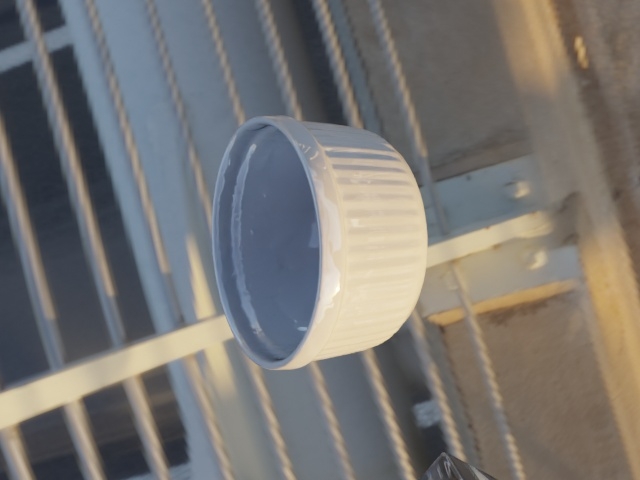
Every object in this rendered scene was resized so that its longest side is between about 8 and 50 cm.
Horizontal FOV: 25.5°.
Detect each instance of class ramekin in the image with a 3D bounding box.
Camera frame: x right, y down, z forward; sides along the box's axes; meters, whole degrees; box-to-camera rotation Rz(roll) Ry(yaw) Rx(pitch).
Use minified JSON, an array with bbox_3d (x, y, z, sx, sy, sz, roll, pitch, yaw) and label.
[{"bbox_3d":[0.000,0.000,1.158,0.207,0.109,0.207,11,103,62],"label":"ramekin"}]

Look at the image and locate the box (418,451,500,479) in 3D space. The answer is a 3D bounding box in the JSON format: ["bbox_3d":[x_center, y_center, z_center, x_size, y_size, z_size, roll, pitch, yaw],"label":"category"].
[{"bbox_3d":[0.244,0.350,1.340,0.307,0.242,0.076,31,105,-29],"label":"box"}]
